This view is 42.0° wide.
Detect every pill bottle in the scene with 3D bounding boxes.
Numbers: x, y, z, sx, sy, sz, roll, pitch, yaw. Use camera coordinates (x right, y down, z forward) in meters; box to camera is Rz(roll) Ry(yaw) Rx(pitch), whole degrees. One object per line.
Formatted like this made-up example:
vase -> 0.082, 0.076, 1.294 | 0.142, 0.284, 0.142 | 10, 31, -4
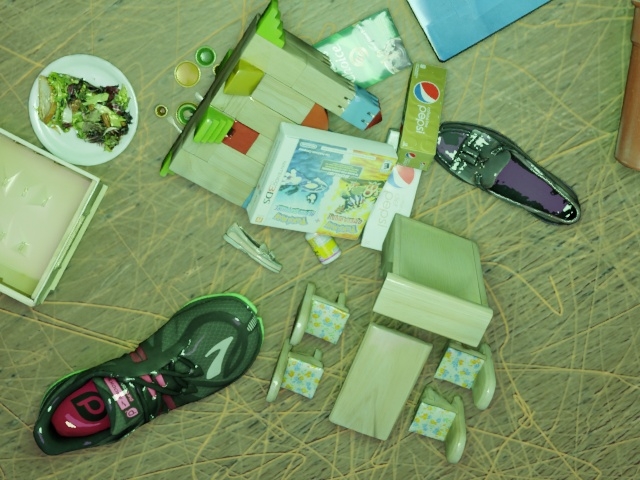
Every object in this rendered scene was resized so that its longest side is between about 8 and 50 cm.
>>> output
pill bottle -> 0.000, 0.000, 1.537 | 0.043, 0.043, 0.083 | -32, 99, 8

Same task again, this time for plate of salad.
plate of salad -> -0.428, -0.233, 1.499 | 0.200, 0.048, 0.199 | 0, 101, 1

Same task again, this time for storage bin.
storage bin -> -0.558, -0.051, 1.477 | 0.262, 0.123, 0.260 | 27, 88, -5

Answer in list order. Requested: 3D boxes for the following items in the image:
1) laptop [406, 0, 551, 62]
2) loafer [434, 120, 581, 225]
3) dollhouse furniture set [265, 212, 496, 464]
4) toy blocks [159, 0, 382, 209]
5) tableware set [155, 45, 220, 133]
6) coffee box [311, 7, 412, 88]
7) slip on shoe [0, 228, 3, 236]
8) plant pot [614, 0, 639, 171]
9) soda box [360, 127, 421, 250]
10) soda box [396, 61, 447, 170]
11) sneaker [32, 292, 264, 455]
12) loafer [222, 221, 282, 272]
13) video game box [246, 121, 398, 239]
laptop -> 0.306, -0.556, 1.313 | 0.236, 0.408, 0.382 | -37, 102, -34
loafer -> 0.332, -0.119, 1.475 | 0.303, 0.095, 0.109 | 29, 101, -4
dollhouse furniture set -> 0.129, 0.195, 1.427 | 0.362, 0.256, 0.394 | 20, 115, -2
toy blocks -> -0.073, -0.189, 1.430 | 0.261, 0.190, 0.381 | 28, 119, -20
tableware set -> -0.230, -0.269, 1.498 | 0.154, 0.024, 0.104 | -40, 98, 9
coffee box -> 0.057, -0.317, 1.470 | 0.184, 0.040, 0.113 | -24, 101, 7
slip on shoe -> -0.627, 0.029, 1.560 | 0.041, 0.051, 0.135 | 25, 94, -1
plant pot -> 0.616, -0.241, 1.370 | 0.273, 0.272, 0.265 | 9, 109, 0
soda box -> 0.132, -0.089, 1.502 | 0.074, 0.069, 0.216 | 14, 101, -1
soda box -> 0.173, -0.213, 1.431 | 0.061, 0.058, 0.181 | 12, 65, -1
sneaker -> -0.309, 0.264, 1.520 | 0.483, 0.202, 0.185 | -32, 100, 8
loafer -> -0.120, 0.013, 1.545 | 0.125, 0.045, 0.039 | 33, 94, -2
video game box -> 0.001, -0.095, 1.407 | 0.205, 0.048, 0.187 | 9, 131, -21
